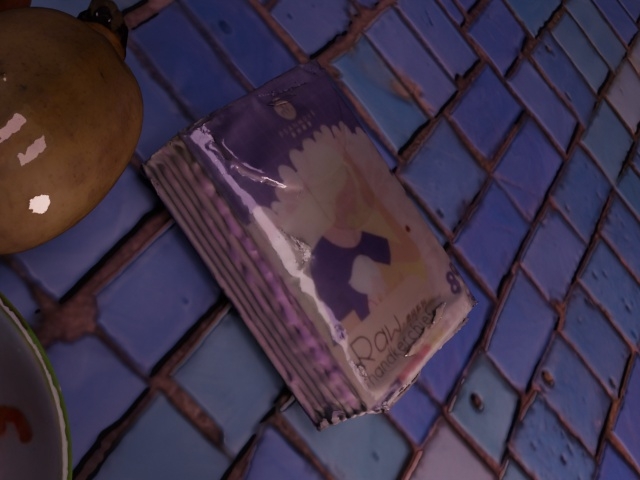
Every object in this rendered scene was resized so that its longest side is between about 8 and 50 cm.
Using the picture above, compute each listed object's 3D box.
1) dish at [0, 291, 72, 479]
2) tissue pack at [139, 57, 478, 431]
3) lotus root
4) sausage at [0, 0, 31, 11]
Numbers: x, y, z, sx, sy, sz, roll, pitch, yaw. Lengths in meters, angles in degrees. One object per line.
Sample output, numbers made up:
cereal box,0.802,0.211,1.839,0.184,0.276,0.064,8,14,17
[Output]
dish,-0.339,0.154,0.609,0.324,0.124,0.324,19,62,-39
tissue pack,0.000,0.000,0.985,0.343,0.125,0.242,57,43,-5
lotus root,-0.244,-0.118,0.811,0.183,0.183,0.310,43,40,-15
sausage,-0.373,-0.264,0.797,0.258,0.133,0.133,17,58,-33
